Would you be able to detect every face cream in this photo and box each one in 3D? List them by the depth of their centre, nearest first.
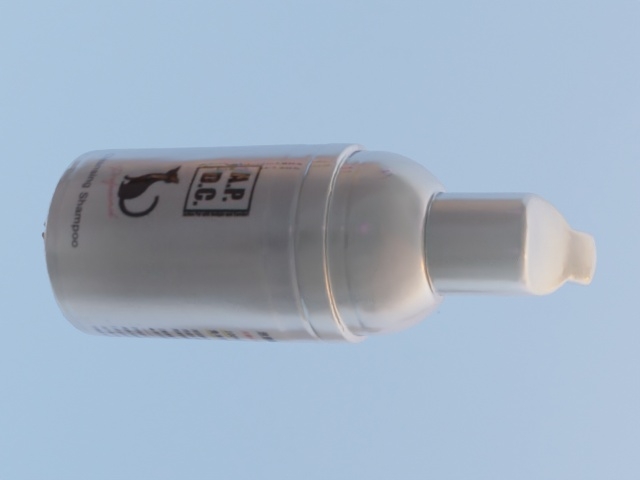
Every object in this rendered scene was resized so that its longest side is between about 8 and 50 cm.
[{"bbox_3d":[0.000,0.000,0.876,0.370,0.145,0.145,-1,-94,21],"label":"face cream"}]
